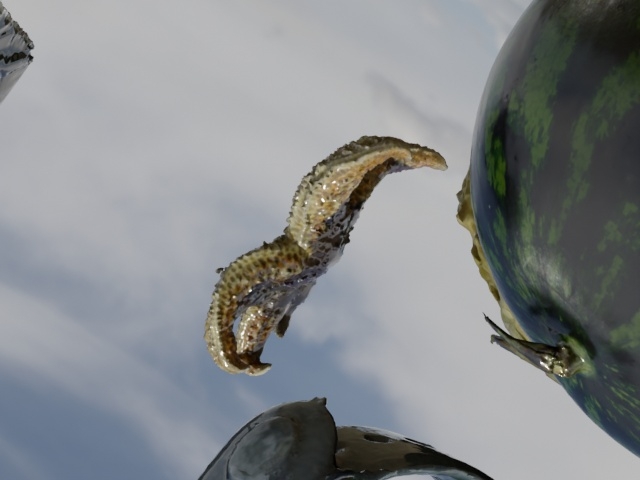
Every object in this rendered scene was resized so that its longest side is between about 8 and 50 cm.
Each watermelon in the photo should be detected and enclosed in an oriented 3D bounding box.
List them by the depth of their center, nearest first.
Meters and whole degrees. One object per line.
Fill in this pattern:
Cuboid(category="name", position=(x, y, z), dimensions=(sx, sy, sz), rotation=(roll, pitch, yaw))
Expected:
Cuboid(category="watermelon", position=(0.199, -0.018, 0.706), dimensions=(0.269, 0.269, 0.269), rotation=(35, -166, -10))

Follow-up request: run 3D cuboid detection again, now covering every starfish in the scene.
Cuboid(category="starfish", position=(-0.001, -0.002, 1.217), dimensions=(0.071, 0.238, 0.216), rotation=(41, -129, 6))

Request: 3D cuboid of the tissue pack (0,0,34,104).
Cuboid(category="tissue pack", position=(-0.377, -0.047, 1.058), dimensions=(0.210, 0.370, 0.198), rotation=(35, 175, 2))

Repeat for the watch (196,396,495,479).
Cuboid(category="watch", position=(0.000, 0.167, 0.540), dimensions=(0.068, 0.206, 0.193), rotation=(13, 148, 53))

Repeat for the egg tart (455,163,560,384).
Cuboid(category="egg tart", position=(0.253, 0.036, 1.097), dimensions=(0.341, 0.132, 0.341), rotation=(7, -130, -9))
